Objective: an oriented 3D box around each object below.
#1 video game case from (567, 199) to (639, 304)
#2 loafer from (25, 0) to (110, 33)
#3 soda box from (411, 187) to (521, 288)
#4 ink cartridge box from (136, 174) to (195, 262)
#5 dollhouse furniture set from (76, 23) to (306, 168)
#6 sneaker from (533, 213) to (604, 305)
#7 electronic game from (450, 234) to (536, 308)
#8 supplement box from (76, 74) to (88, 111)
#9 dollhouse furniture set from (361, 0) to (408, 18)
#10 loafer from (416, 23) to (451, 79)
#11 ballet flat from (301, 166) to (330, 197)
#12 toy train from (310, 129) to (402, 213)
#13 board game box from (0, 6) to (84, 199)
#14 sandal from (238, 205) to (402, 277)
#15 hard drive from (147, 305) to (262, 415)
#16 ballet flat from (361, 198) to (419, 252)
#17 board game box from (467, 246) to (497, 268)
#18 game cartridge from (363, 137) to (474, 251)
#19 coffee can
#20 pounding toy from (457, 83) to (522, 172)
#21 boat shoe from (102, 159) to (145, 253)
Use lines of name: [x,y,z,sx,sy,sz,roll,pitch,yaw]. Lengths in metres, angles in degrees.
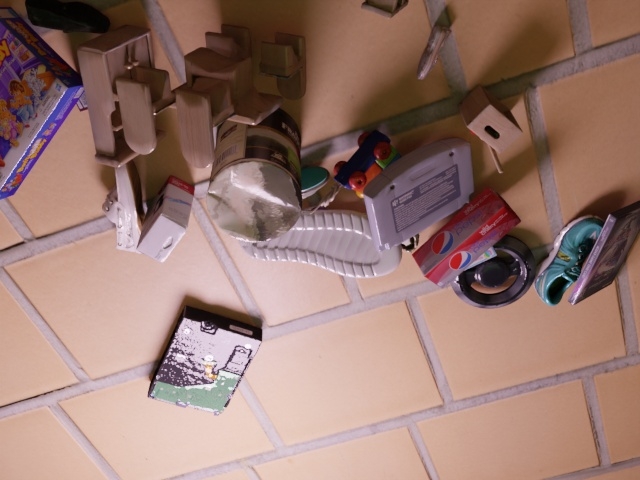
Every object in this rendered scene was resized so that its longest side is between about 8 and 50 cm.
video game case: [0.743,0.028,1.857,0.196,0.026,0.274,-18,135,-37]
loafer: [-0.525,-0.461,1.513,0.170,0.062,0.061,15,145,-9]
soda box: [0.358,-0.005,1.795,0.263,0.092,0.083,-44,129,16]
ink cartridge box: [-0.367,-0.053,1.726,0.072,0.175,0.127,30,118,-21]
dollhouse furniture set: [-0.275,-0.268,1.485,0.394,0.362,0.257,15,127,21]
sneaker: [0.657,0.056,1.889,0.107,0.110,0.275,15,122,-13]
electronic game: [0.458,0.084,1.936,0.229,0.048,0.229,1,119,2]
supplement box: [-0.510,-0.327,1.584,0.043,0.083,0.055,-16,124,9]
dollhouse furniture set: [0.091,-0.549,1.451,0.183,0.129,0.129,23,125,11]
loafer: [0.249,-0.408,1.588,0.039,0.045,0.125,9,122,-17]
ballet flat: [-0.072,-0.123,1.768,0.213,0.072,0.068,-18,151,10]
toy train: [0.099,-0.123,1.705,0.143,0.105,0.248,39,92,-33]
board game box: [-0.685,-0.285,1.555,0.233,0.078,0.347,44,115,0]
sandal: [0.002,-0.015,1.825,0.416,0.102,0.169,9,110,6]
hard drive: [-0.334,0.352,2.080,0.236,0.064,0.339,19,121,-15]
ballet flat: [0.179,-0.061,1.806,0.091,0.077,0.241,-33,119,18]
board game box: [0.363,0.024,1.876,0.154,0.026,0.103,-27,93,16]
game cartridge: [0.234,-0.117,1.706,0.294,0.060,0.196,-29,134,-19]
coffee can: [-0.141,-0.155,1.604,0.201,0.275,0.202,-1,126,-2]
pounding toy: [0.386,-0.253,1.647,0.141,0.130,0.100,34,117,-23]
boat shoe: [-0.480,-0.080,1.750,0.096,0.098,0.277,-1,126,-3]
